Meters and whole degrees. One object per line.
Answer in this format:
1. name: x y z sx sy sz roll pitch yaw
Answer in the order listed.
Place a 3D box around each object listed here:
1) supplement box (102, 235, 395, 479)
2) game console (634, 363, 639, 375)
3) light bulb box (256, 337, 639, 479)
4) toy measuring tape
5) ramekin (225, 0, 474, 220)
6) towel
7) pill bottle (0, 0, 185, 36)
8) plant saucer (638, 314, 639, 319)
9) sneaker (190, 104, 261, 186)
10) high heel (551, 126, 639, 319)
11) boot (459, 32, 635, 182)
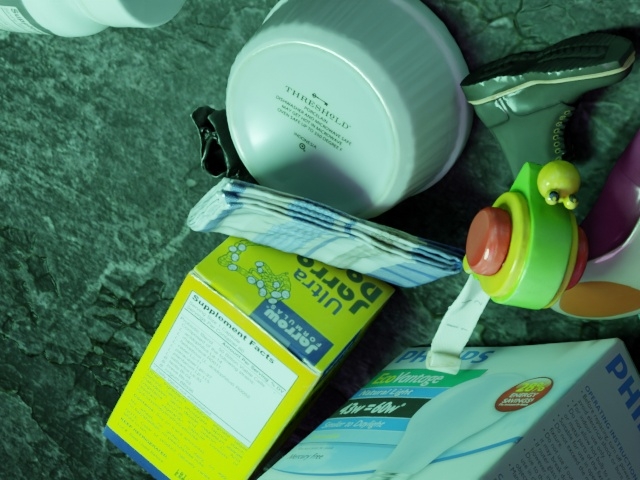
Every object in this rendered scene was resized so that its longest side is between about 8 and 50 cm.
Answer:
1. supplement box: -0.096 0.154 1.713 0.194 0.195 0.356 39 133 6
2. game console: 0.365 0.196 1.560 0.122 0.071 0.107 -9 143 38
3. light bulb box: 0.144 0.295 1.487 0.358 0.361 0.225 -9 113 52
4. toy measuring tape: 0.185 0.055 1.397 0.121 0.121 0.330 33 130 11
5. ramekin: 0.019 -0.142 1.490 0.273 0.127 0.273 17 127 24
6. towel: 0.000 0.000 1.516 0.285 0.034 0.209 17 167 -14
7. pill bottle: -0.332 -0.336 1.545 0.361 0.204 0.204 8 123 29
8. plant saucer: 0.391 0.080 1.460 0.119 0.021 0.119 17 127 25
9. sneaker: -0.112 -0.092 1.634 0.051 0.089 0.170 14 125 26
10. high heel: 0.338 -0.049 1.395 0.127 0.181 0.377 18 152 -13
11. boot: 0.252 -0.128 1.392 0.198 0.077 0.137 -4 122 50
